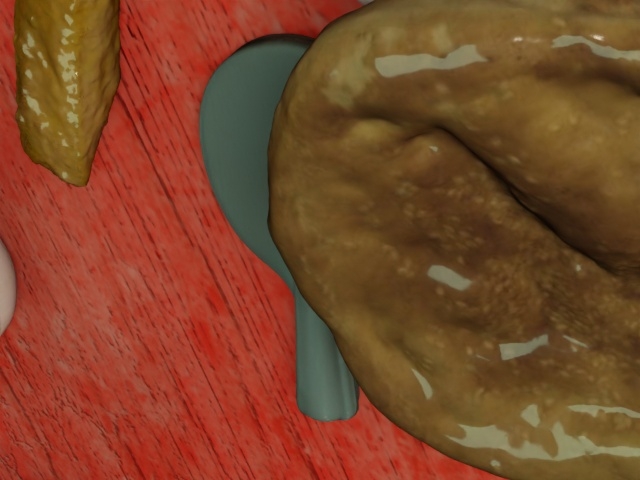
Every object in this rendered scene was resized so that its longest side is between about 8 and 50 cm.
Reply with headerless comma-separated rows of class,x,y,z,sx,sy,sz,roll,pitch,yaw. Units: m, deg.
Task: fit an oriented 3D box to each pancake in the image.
pancake,0.116,0.014,0.610,0.294,0.049,0.294,10,137,9

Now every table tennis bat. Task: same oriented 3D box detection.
table tennis bat,0.000,0.000,0.811,0.149,0.038,0.237,18,129,31

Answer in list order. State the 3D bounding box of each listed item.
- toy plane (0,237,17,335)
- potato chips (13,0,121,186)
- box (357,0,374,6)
toy plane,-0.307,-0.019,1.025,0.245,0.117,0.244,24,134,28
potato chips,-0.133,-0.202,0.735,0.057,0.080,0.407,17,135,14
box,-0.003,-0.277,0.521,0.190,0.112,0.369,-19,105,50
